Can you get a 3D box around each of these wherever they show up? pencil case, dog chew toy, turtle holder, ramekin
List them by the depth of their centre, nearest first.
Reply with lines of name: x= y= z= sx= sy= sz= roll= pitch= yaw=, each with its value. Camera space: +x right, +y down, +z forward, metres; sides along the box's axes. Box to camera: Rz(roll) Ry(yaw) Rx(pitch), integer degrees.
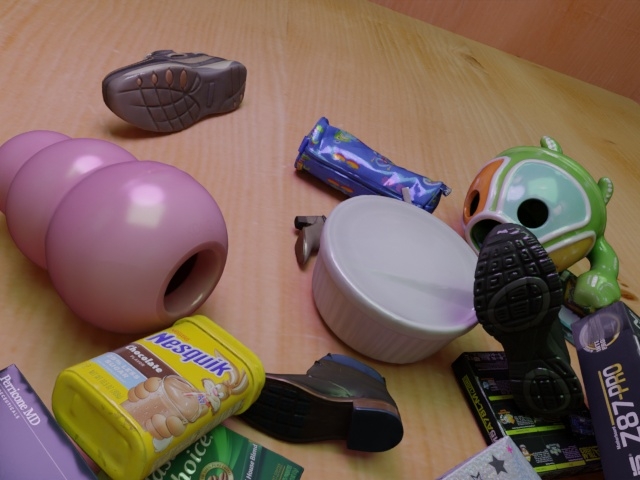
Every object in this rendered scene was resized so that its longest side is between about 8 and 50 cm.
dog chew toy: x=-0.279 y=-0.030 z=0.596 sx=0.331 sy=0.207 sz=0.206 roll=30 pitch=39 yaw=19
ramekin: x=0.110 y=0.064 z=0.739 sx=0.272 sy=0.127 sz=0.273 roll=15 pitch=40 yaw=-13
turtle holder: x=0.419 y=-0.018 z=0.943 sx=0.227 sy=0.243 sz=0.320 roll=-36 pitch=102 yaw=-33
pencil case: x=0.095 y=-0.127 z=0.947 sx=0.306 sy=0.119 sz=0.133 roll=31 pitch=17 yaw=9

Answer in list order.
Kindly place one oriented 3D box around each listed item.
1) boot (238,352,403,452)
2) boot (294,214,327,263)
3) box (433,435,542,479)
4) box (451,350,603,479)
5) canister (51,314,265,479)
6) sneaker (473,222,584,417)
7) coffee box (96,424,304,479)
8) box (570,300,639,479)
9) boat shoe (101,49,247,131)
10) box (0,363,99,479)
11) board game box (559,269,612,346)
boot: x=-0.010 y=0.191 z=0.599 sx=0.219 sy=0.082 sz=0.106 roll=16 pitch=16 yaw=-1
boot: x=0.000 y=0.000 z=0.823 sx=0.087 sy=0.042 sz=0.118 roll=15 pitch=46 yaw=-23
box: x=0.101 y=0.310 z=0.430 sx=0.247 sy=0.163 sz=0.142 roll=-11 pitch=53 yaw=-37
box: x=0.311 y=0.250 z=0.704 sx=0.190 sy=0.045 sz=0.184 roll=5 pitch=46 yaw=-25
canister: x=-0.152 y=0.147 z=0.475 sx=0.126 sy=0.073 sz=0.170 roll=32 pitch=20 yaw=19
sneaker: x=0.276 y=0.101 z=0.658 sx=0.109 sy=0.286 sz=0.130 roll=-12 pitch=21 yaw=20
coffee box: x=-0.120 y=0.245 z=0.484 sx=0.184 sy=0.040 sz=0.113 roll=27 pitch=39 yaw=3
box: x=0.511 y=0.310 z=0.619 sx=0.395 sy=0.097 sz=0.318 roll=38 pitch=39 yaw=-12
boat shoe: x=-0.296 y=-0.308 z=0.960 sx=0.130 sy=0.132 sz=0.355 roll=28 pitch=29 yaw=18
box: x=-0.256 y=0.254 z=0.359 sx=0.261 sy=0.103 sz=0.184 roll=41 pitch=39 yaw=18
board game box: x=0.498 y=0.129 z=0.949 sx=0.126 sy=0.026 sz=0.186 roll=41 pitch=42 yaw=20
